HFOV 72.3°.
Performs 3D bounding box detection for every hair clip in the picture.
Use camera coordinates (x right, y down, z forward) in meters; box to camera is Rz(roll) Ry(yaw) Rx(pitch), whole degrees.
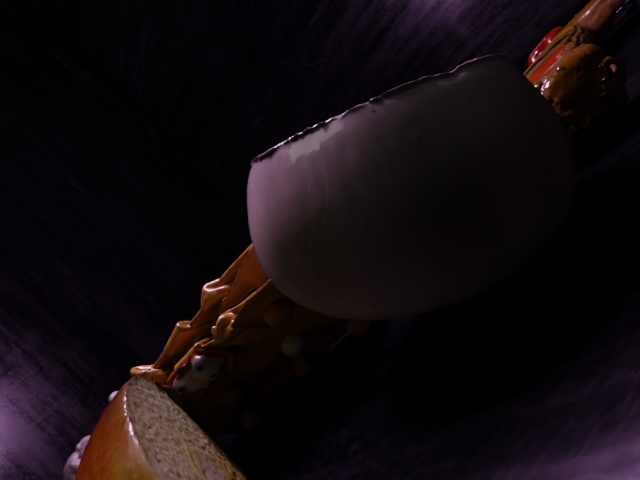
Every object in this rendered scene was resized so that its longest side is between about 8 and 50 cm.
[{"bbox_3d":[0.633,-0.469,0.907,0.116,0.049,0.172,-42,-3,6],"label":"hair clip"}]

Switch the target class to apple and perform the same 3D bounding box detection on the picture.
[{"bbox_3d":[-0.149,0.274,0.449,0.346,0.179,0.253,135,141,-74],"label":"apple"}]

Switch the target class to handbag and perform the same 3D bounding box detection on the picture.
[{"bbox_3d":[-0.114,0.176,0.679,0.401,0.133,0.283,-46,-35,20],"label":"handbag"}]

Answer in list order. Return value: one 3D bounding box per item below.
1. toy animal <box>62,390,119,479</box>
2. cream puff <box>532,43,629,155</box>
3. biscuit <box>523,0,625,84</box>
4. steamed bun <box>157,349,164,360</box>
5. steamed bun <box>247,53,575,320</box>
[{"bbox_3d":[-0.366,0.433,0.818,0.308,0.266,0.188,-21,24,41],"label":"toy animal"},{"bbox_3d":[0.296,-0.155,0.528,0.144,0.103,0.126,-45,-12,34],"label":"cream puff"},{"bbox_3d":[0.448,-0.333,0.928,0.394,0.076,0.368,-50,-4,-27],"label":"biscuit"},{"bbox_3d":[-0.282,0.347,1.160,0.301,0.251,0.199,-41,-7,37],"label":"steamed bun"},{"bbox_3d":[0.087,-0.036,0.464,0.325,0.206,0.324,-23,7,3],"label":"steamed bun"}]
